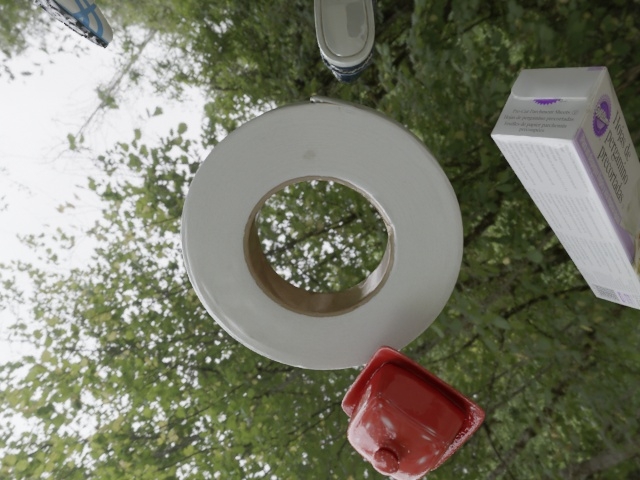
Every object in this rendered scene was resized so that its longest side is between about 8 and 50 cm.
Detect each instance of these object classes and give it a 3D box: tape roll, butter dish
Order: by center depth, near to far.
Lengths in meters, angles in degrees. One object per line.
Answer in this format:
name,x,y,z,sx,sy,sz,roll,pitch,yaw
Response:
butter dish,0.099,0.248,0.633,0.160,0.160,0.118,33,-144,11
tape roll,0.000,0.000,0.693,0.392,0.392,0.072,43,-161,-10

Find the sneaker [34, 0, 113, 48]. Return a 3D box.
sneaker,-0.305,-0.318,0.539,0.085,0.086,0.237,31,165,34

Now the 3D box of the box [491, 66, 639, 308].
box,0.255,-0.025,0.448,0.067,0.063,0.324,17,166,49

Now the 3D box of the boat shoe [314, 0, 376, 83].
boat shoe,0.032,-0.323,0.603,0.079,0.095,0.254,60,-156,-84
